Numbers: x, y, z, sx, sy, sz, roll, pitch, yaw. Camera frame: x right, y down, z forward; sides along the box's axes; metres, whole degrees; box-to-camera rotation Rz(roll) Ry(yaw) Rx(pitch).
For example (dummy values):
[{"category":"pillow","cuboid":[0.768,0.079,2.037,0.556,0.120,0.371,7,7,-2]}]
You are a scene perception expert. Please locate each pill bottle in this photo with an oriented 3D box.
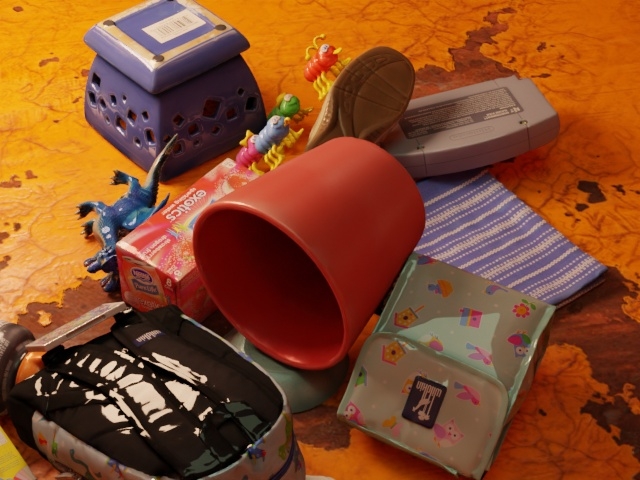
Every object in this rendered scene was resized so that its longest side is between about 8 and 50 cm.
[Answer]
[{"category":"pill bottle","cuboid":[-0.477,0.164,1.824,0.246,0.130,0.130,14,44,14]}]

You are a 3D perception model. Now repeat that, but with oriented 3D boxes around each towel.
[{"category":"towel","cuboid":[0.247,0.003,2.075,0.243,0.040,0.336,-26,49,-25]}]

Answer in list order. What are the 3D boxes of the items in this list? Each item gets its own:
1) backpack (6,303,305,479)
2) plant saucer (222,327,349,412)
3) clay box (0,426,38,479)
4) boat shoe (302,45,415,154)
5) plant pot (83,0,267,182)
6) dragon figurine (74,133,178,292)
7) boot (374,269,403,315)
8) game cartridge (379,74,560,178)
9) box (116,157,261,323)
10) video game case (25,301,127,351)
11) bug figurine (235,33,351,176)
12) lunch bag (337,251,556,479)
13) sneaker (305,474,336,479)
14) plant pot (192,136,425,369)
[{"category":"backpack","cuboid":[-0.172,0.246,1.664,0.290,0.273,0.355,-29,20,-34]},{"category":"plant saucer","cuboid":[-0.056,0.161,1.901,0.195,0.037,0.195,0,44,0]},{"category":"clay box","cuboid":[-0.413,0.335,1.679,0.127,0.053,0.222,-27,61,-27]},{"category":"boat shoe","cuboid":[0.039,-0.172,2.150,0.121,0.110,0.341,34,62,-2]},{"category":"plant pot","cuboid":[-0.250,-0.273,2.241,0.236,0.212,0.236,-30,50,-29]},{"category":"dragon figurine","cuboid":[-0.279,-0.037,2.075,0.144,0.085,0.289,29,54,25]},{"category":"boot","cuboid":[0.026,0.045,1.994,0.236,0.085,0.178,-24,51,-22]},{"category":"game cartridge","cuboid":[0.234,-0.187,2.223,0.297,0.062,0.198,-14,37,-4]},{"category":"box","cuboid":[-0.170,0.007,2.003,0.128,0.122,0.257,29,49,26]},{"category":"video game case","cuboid":[-0.321,0.114,1.755,0.122,0.011,0.087,-29,9,-27]},{"category":"bug figurine","cuboid":[-0.058,-0.201,2.172,0.072,0.216,0.279,36,50,-6]},{"category":"lunch bag","cuboid":[0.169,0.177,1.802,0.223,0.160,0.262,23,59,15]},{"category":"sneaker","cuboid":[-0.010,0.322,1.731,0.109,0.040,0.044,17,29,12]},{"category":"plant pot","cuboid":[0.000,0.000,1.842,0.275,0.275,0.243,26,50,25]}]
